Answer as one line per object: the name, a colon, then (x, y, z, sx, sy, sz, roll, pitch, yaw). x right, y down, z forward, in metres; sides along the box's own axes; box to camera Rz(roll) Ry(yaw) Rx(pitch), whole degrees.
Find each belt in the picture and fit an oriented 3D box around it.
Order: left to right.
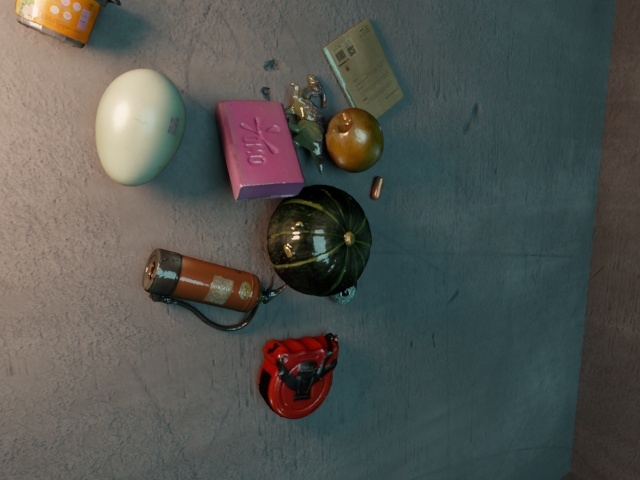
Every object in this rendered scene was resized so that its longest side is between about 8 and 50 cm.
belt: (0.069, 0.145, 1.429, 0.105, 0.058, 0.140, -11, 105, -29)

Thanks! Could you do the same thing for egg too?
egg: (-0.406, -0.251, 0.967, 0.182, 0.182, 0.265, 17, 95, -35)

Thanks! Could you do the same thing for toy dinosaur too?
toy dinosaur: (-0.042, -0.346, 1.258, 0.162, 0.077, 0.295, 0, 98, -36)

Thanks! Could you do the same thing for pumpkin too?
pumpkin: (0.000, 0.000, 1.227, 0.323, 0.241, 0.324, 14, 69, -42)

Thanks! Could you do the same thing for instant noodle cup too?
instant noodle cup: (-0.530, -0.473, 0.868, 0.207, 0.178, 0.126, 22, 103, -4)

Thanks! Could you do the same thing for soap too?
soap: (-0.158, -0.236, 1.120, 0.180, 0.081, 0.260, -7, 70, -25)

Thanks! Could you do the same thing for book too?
book: (0.146, -0.535, 1.385, 0.214, 0.025, 0.283, -41, 117, -21)

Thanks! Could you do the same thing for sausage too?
sausage: (0.197, -0.179, 1.473, 0.034, 0.034, 0.084, 12, 92, -35)

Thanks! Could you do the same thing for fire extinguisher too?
fire extinguisher: (-0.292, 0.142, 1.177, 0.375, 0.113, 0.200, 18, 130, -33)

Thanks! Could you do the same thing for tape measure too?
tape measure: (-0.066, 0.426, 1.352, 0.252, 0.114, 0.261, 4, 96, -34)

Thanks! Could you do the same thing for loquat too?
loquat: (0.106, -0.296, 1.300, 0.180, 0.179, 0.227, -65, 154, -7)
